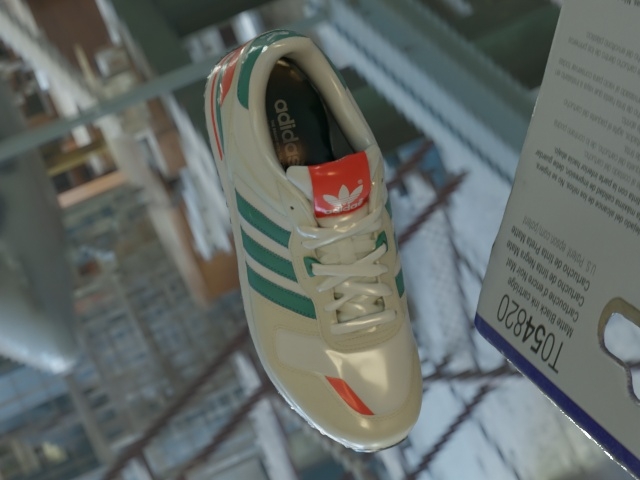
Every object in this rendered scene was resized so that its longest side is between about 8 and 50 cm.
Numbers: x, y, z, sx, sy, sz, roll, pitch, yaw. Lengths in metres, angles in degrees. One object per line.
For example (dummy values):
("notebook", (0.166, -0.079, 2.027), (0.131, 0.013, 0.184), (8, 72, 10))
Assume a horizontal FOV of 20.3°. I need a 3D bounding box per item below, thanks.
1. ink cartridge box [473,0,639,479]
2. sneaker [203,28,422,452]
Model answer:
("ink cartridge box", (0.125, -0.042, 0.459), (0.223, 0.045, 0.224), (-133, 56, -65))
("sneaker", (0.000, 0.000, 0.644), (0.075, 0.057, 0.161), (153, 101, -77))
